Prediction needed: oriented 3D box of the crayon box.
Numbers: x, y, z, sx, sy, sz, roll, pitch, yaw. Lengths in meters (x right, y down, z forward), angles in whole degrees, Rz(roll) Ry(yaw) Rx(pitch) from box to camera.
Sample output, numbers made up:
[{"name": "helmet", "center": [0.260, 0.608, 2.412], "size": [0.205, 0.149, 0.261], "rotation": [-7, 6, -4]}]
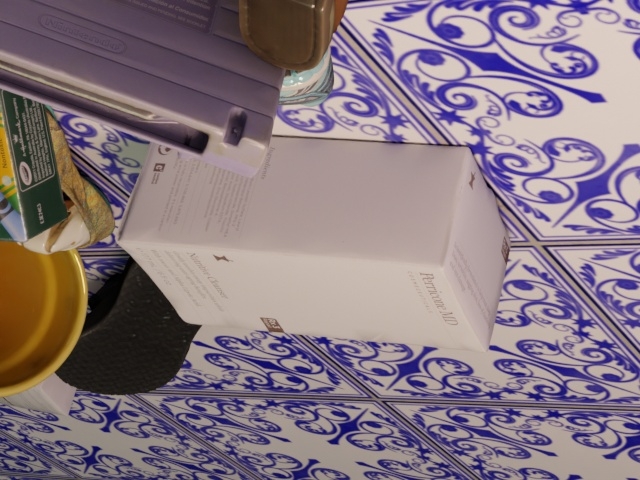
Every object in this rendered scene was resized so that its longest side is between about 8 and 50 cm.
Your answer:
[{"name": "crayon box", "center": [-0.447, -0.109, 1.914], "size": [0.323, 0.083, 0.203], "rotation": [2, 111, 29]}]

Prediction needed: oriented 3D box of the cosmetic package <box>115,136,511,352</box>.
[{"name": "cosmetic package", "center": [0.000, 0.000, 1.939], "size": [0.385, 0.156, 0.217], "rotation": [5, 153, 25]}]

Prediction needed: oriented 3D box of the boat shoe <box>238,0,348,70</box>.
[{"name": "boat shoe", "center": [-0.008, -0.269, 1.402], "size": [0.111, 0.104, 0.307], "rotation": [24, 149, 2]}]

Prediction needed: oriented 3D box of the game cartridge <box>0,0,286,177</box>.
[{"name": "game cartridge", "center": [-0.199, -0.201, 1.512], "size": [0.355, 0.230, 0.068], "rotation": [19, 133, -9]}]

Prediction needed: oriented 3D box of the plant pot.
[{"name": "plant pot", "center": [-0.473, 0.065, 2.303], "size": [0.254, 0.254, 0.239], "rotation": [32, 168, -35]}]

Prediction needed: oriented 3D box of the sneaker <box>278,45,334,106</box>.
[{"name": "sneaker", "center": [-0.120, -0.166, 1.698], "size": [0.283, 0.110, 0.122], "rotation": [7, 159, 19]}]

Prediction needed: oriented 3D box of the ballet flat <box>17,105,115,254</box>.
[{"name": "ballet flat", "center": [-0.334, -0.049, 2.085], "size": [0.123, 0.123, 0.348], "rotation": [10, 157, 11]}]

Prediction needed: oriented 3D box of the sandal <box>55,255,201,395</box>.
[{"name": "sandal", "center": [-0.238, 0.095, 2.404], "size": [0.168, 0.107, 0.446], "rotation": [24, 143, -18]}]

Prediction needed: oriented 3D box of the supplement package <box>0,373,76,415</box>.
[{"name": "supplement package", "center": [-0.496, 0.166, 2.647], "size": [0.244, 0.139, 0.134], "rotation": [8, 158, 15]}]
